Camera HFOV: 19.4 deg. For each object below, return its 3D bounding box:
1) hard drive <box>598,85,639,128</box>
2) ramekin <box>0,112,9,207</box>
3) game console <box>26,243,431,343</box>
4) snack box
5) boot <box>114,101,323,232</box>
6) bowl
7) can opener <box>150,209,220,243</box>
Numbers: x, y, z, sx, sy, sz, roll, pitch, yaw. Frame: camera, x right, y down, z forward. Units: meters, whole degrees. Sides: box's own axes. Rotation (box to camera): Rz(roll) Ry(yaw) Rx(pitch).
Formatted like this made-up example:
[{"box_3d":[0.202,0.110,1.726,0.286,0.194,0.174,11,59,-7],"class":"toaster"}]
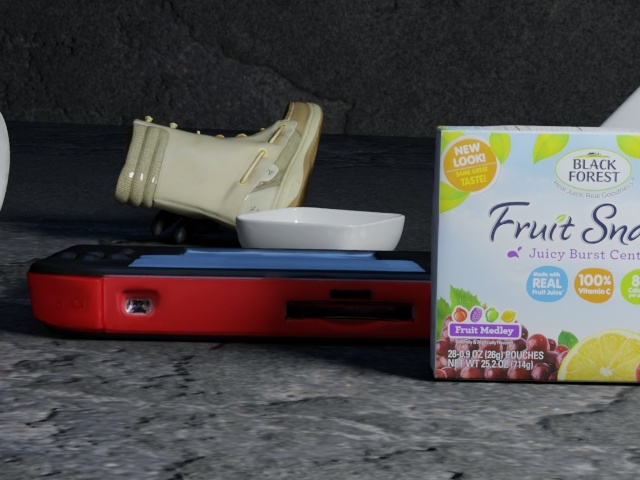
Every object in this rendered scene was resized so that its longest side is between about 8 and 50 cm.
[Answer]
[{"box_3d":[0.297,-0.071,1.581,0.040,0.307,0.203,47,-5,-26],"class":"hard drive"},{"box_3d":[-0.369,-0.061,1.693,0.109,0.207,0.207,13,11,19],"class":"ramekin"},{"box_3d":[-0.035,0.030,1.565,0.387,0.060,0.342,2,7,-1],"class":"game console"},{"box_3d":[0.181,0.008,1.300,0.207,0.174,0.070,2,6,0],"class":"snack box"},{"box_3d":[-0.109,-0.093,2.029,0.204,0.095,0.262,13,34,1],"class":"boot"},{"box_3d":[0.000,0.000,1.832,0.142,0.053,0.142,5,9,26],"class":"bowl"},{"box_3d":[-0.148,-0.032,2.060,0.059,0.073,0.186,11,18,13],"class":"can opener"}]
